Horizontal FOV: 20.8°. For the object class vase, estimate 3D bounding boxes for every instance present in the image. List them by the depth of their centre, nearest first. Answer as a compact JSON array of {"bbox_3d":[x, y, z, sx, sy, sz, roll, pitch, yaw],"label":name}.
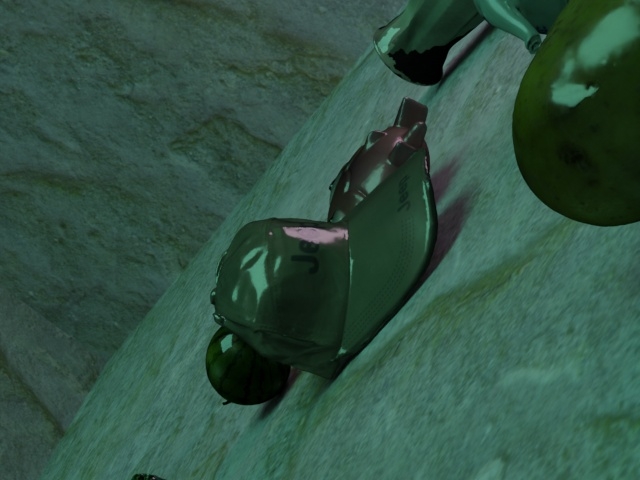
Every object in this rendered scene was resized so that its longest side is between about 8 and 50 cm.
[{"bbox_3d":[0.210,-0.369,2.335,0.360,0.165,0.165,-52,6,38],"label":"vase"}]

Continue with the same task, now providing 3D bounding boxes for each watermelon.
[{"bbox_3d":[-0.078,0.136,1.923,0.109,0.109,0.109,-51,8,10],"label":"watermelon"}]

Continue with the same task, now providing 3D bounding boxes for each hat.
[{"bbox_3d":[0.000,0.000,1.737,0.214,0.149,0.244,-97,30,-52],"label":"hat"}]

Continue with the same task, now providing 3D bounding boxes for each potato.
[{"bbox_3d":[0.217,-0.117,1.082,0.197,0.148,0.228,-27,24,42],"label":"potato"}]

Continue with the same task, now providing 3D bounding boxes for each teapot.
[{"bbox_3d":[0.247,-0.276,1.755,0.232,0.159,0.159,-44,4,-20],"label":"teapot"}]

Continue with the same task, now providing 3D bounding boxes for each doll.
[{"bbox_3d":[0.063,-0.057,1.938,0.211,0.093,0.262,-58,10,27],"label":"doll"}]

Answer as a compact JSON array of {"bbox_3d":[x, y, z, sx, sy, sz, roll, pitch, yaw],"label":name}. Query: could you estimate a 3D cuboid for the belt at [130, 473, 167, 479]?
[{"bbox_3d":[-0.126,0.253,1.558,0.079,0.121,0.151,-55,3,-5],"label":"belt"}]
